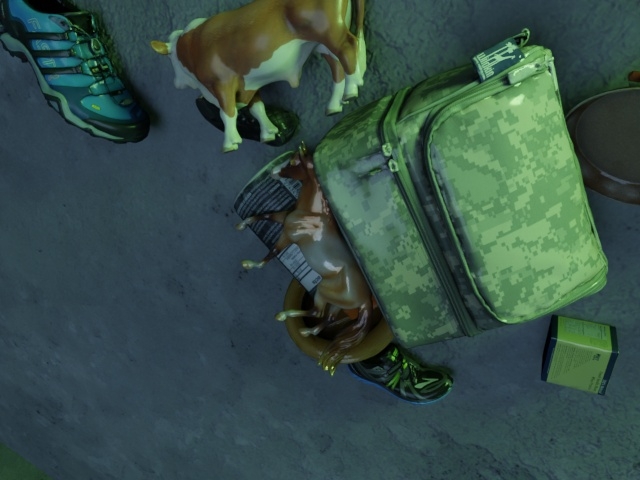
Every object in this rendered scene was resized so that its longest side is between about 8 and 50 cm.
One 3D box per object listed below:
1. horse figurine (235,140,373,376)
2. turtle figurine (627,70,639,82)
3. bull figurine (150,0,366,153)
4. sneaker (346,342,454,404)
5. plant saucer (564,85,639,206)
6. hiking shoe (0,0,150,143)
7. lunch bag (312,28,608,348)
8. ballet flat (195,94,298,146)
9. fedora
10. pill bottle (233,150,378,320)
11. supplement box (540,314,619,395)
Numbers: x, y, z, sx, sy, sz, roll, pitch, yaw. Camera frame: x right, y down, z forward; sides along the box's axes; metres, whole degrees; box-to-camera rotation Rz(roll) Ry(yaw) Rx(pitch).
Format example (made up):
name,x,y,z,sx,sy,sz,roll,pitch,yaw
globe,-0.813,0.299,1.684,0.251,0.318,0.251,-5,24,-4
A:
name,x,y,z,sx,sy,sz,roll,pitch,yaw
horse figurine,-0.008,0.031,0.631,0.174,0.066,0.263,-30,90,31
turtle figurine,0.343,-0.217,0.460,0.217,0.087,0.269,48,148,5
bull figurine,-0.080,-0.228,0.648,0.310,0.101,0.188,-17,95,30
sneaker,0.131,0.222,0.859,0.188,0.067,0.078,15,131,21
plant saucer,0.345,-0.102,0.540,0.168,0.029,0.168,30,158,14
hiking shoe,-0.377,-0.280,0.771,0.304,0.113,0.132,44,129,-5
lunch bag,0.169,-0.050,0.591,0.256,0.212,0.305,-18,109,23
ballet flat,-0.113,-0.184,0.754,0.173,0.049,0.057,23,150,19
fedora,0.041,0.110,0.808,0.194,0.194,0.079,15,165,17
pill bottle,0.000,0.000,0.727,0.245,0.130,0.130,48,128,3
supplement box,0.365,0.161,0.713,0.083,0.056,0.083,10,123,21
